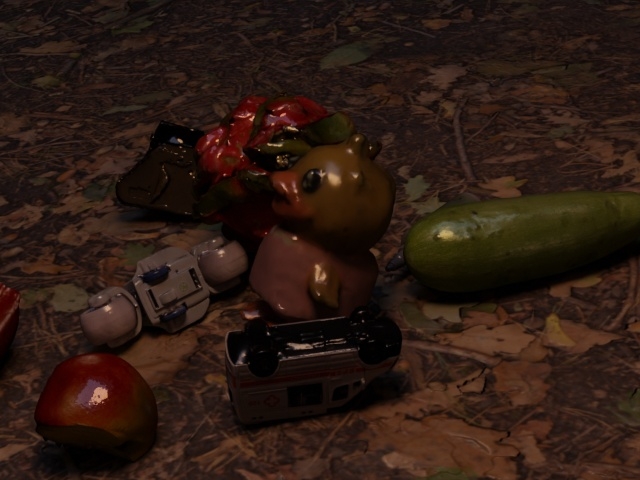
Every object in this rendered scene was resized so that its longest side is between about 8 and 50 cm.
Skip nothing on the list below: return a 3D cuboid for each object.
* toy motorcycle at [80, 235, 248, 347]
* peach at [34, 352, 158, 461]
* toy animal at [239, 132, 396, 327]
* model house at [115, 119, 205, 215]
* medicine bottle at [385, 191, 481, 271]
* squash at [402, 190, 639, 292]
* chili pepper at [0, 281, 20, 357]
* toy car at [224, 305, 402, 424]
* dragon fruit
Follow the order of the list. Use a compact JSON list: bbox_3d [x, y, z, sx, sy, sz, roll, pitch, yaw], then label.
[{"bbox_3d":[-0.213,0.068,1.734,0.254,0.112,0.112,-27,33,-30],"label":"toy motorcycle"},{"bbox_3d":[-0.252,0.189,1.492,0.151,0.151,0.118,5,75,25],"label":"peach"},{"bbox_3d":[0.004,-0.002,1.617,0.169,0.281,0.195,3,21,-23],"label":"toy animal"},{"bbox_3d":[-0.204,-0.106,2.055,0.203,0.141,0.164,16,8,3],"label":"model house"},{"bbox_3d":[0.153,-0.004,1.790,0.057,0.057,0.199,16,36,39],"label":"medicine bottle"},{"bbox_3d":[0.291,-0.005,1.699,0.370,0.118,0.118,-8,27,-9],"label":"squash"},{"bbox_3d":[-0.482,0.166,1.568,0.134,0.131,0.338,20,27,1],"label":"chili pepper"},{"bbox_3d":[-0.007,0.148,1.500,0.210,0.108,0.089,-7,25,-7],"label":"toy car"},{"bbox_3d":[-0.061,-0.095,1.800,0.237,0.231,0.303,27,1,2],"label":"dragon fruit"}]
